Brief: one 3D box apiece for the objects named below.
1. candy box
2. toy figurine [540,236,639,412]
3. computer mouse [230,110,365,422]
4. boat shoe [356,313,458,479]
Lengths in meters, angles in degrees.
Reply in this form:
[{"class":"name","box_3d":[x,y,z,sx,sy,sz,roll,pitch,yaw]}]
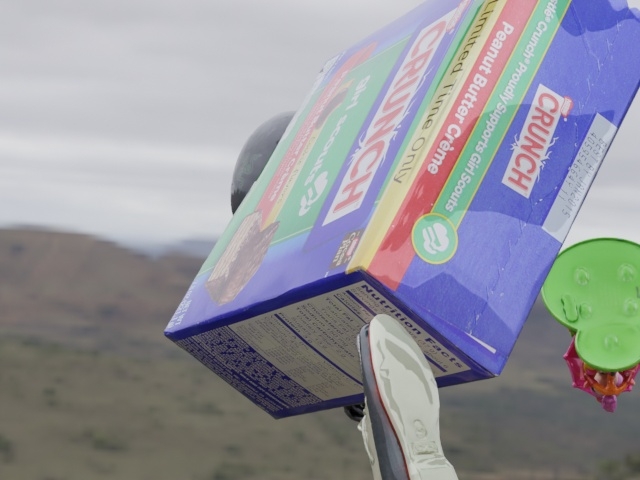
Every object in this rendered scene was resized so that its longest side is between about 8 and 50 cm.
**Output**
[{"class":"candy box","box_3d":[0.054,-0.031,1.277,0.122,0.268,0.317,37,-24,-17]},{"class":"toy figurine","box_3d":[0.295,0.112,1.933,0.130,0.173,0.159,-5,-43,5]},{"class":"computer mouse","box_3d":[0.000,0.000,1.578,0.072,0.188,0.272,-2,48,-45]},{"class":"boat shoe","box_3d":[0.042,0.108,1.029,0.049,0.137,0.043,5,-29,-45]}]
